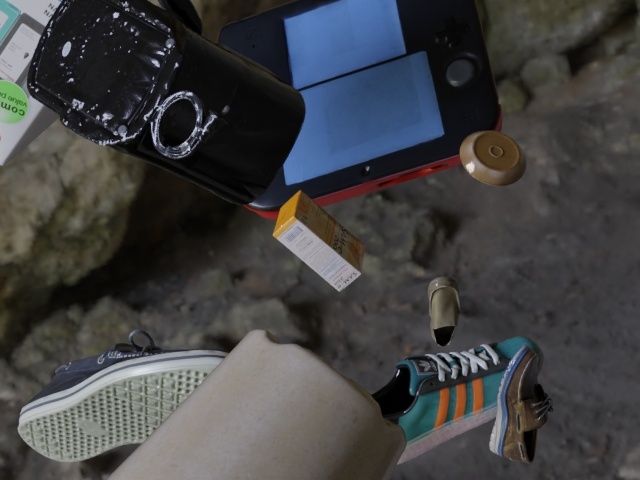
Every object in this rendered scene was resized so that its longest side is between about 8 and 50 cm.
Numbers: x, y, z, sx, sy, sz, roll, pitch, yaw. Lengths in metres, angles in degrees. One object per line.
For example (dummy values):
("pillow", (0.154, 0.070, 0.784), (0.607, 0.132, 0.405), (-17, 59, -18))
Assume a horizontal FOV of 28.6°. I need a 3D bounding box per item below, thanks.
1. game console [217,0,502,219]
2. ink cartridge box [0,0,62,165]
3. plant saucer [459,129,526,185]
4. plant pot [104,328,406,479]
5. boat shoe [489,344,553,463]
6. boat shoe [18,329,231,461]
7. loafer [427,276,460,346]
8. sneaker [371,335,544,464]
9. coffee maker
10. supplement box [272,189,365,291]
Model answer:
("game console", (0.046, -0.221, 1.757), (0.387, 0.342, 0.060), (-16, -25, 15))
("ink cartridge box", (-0.333, -0.267, 1.414), (0.270, 0.198, 0.197), (-49, 8, 27))
("plant saucer", (0.210, -0.103, 1.515), (0.083, 0.083, 0.015), (-25, -24, -25))
("plant pot", (-0.074, 0.281, 1.385), (0.305, 0.334, 0.334), (-53, 25, -15))
("boat shoe", (0.276, 0.220, 1.677), (0.066, 0.183, 0.066), (24, 41, 27))
("boat shoe", (-0.292, 0.240, 2.039), (0.500, 0.187, 0.156), (-19, 33, 38))
("loafer", (0.212, 0.122, 2.126), (0.056, 0.148, 0.050), (-9, 42, -1))
("sneaker", (0.188, 0.215, 1.871), (0.302, 0.121, 0.108), (-31, 27, -3))
("coffee maker", (-0.096, -0.089, 0.907), (0.120, 0.171, 0.178), (-41, -29, 17))
("supplement box", (0.000, 0.000, 1.346), (0.036, 0.098, 0.062), (-42, 18, 25))
